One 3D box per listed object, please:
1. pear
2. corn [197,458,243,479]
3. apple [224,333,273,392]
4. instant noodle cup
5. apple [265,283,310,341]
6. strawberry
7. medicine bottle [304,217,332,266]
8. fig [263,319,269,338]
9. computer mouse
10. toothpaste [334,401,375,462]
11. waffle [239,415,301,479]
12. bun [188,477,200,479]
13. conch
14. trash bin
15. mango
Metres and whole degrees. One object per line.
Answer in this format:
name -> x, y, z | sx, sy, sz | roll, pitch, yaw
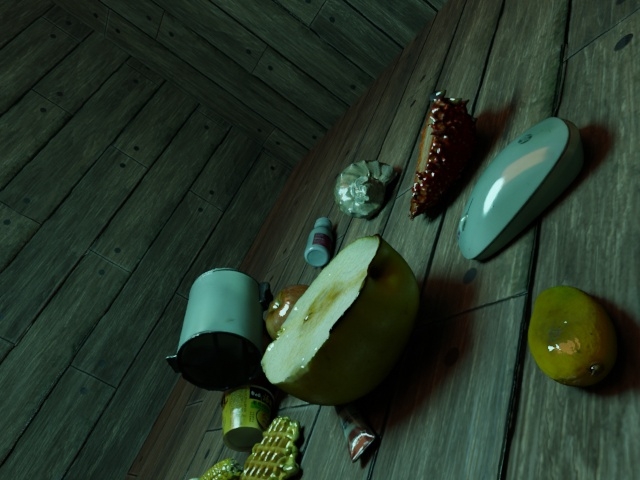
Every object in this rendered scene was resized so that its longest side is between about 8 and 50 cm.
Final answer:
pear -> 0.065, 0.175, 0.977 | 0.386, 0.191, 0.340 | -40, 18, 50
corn -> -0.311, 0.683, 1.298 | 0.313, 0.102, 0.102 | -53, 15, 12
apple -> -0.221, 0.383, 1.522 | 0.210, 0.173, 0.235 | -60, 5, 17
instant noodle cup -> -0.195, 0.476, 1.310 | 0.151, 0.151, 0.122 | -50, 28, 25
apple -> -0.050, 0.211, 1.315 | 0.188, 0.174, 0.188 | -54, 15, 22
strawberry -> 0.299, -0.192, 1.201 | 0.233, 0.137, 0.306 | -25, -56, -82
medicine bottle -> 0.000, 0.000, 1.774 | 0.090, 0.090, 0.217 | -48, 16, 31
fig -> -0.287, 0.382, 1.735 | 0.203, 0.186, 0.250 | -18, 45, 39
computer mouse -> 0.334, -0.096, 0.879 | 0.288, 0.097, 0.159 | -48, 19, 28
toothpaste -> 0.055, 0.341, 0.967 | 0.062, 0.039, 0.239 | -49, 17, 2
waffle -> -0.119, 0.522, 1.131 | 0.243, 0.058, 0.238 | -52, 12, 8
bun -> -0.375, 0.744, 1.424 | 0.115, 0.069, 0.115 | -40, 3, 3
conch -> 0.129, -0.180, 1.603 | 0.210, 0.159, 0.291 | -57, 12, 3
trash bin -> -0.266, 0.238, 1.347 | 0.277, 0.217, 0.262 | -14, 33, 3
mango -> 0.303, 0.109, 0.607 | 0.101, 0.066, 0.187 | -48, 8, 28
